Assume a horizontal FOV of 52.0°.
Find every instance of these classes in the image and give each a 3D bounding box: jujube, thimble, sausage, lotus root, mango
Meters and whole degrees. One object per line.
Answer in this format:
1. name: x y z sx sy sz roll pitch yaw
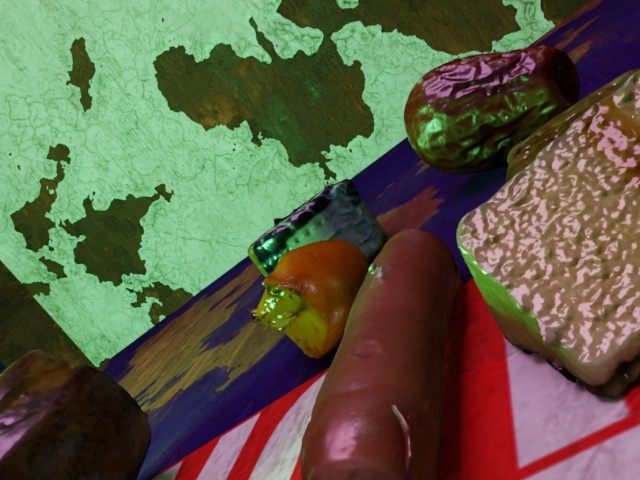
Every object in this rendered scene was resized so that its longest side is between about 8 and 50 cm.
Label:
1. jujube: 0.255 -0.200 0.995 0.255 0.190 0.190 -14 24 45
2. thimble: 0.000 0.000 1.137 0.237 0.150 0.237 -36 7 5
3. sausage: 0.068 0.078 0.555 0.094 0.094 0.419 4 20 13
4. lotus root: -0.369 0.306 0.744 0.250 0.250 0.346 -33 9 37
5. mango: -0.005 0.067 0.858 0.154 0.126 0.252 -48 -2 14

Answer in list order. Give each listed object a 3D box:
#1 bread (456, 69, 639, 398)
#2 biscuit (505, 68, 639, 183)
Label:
1. bread: 0.224 -0.032 0.450 0.266 0.141 0.178 -37 -8 -2
2. biscuit: 0.305 -0.114 0.768 0.217 0.044 0.325 -36 8 28
